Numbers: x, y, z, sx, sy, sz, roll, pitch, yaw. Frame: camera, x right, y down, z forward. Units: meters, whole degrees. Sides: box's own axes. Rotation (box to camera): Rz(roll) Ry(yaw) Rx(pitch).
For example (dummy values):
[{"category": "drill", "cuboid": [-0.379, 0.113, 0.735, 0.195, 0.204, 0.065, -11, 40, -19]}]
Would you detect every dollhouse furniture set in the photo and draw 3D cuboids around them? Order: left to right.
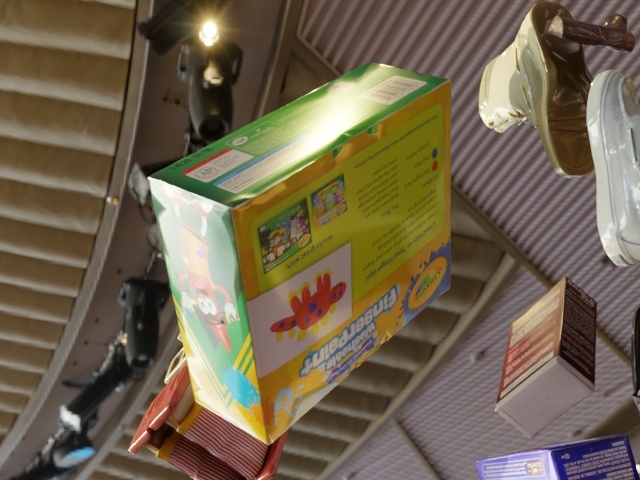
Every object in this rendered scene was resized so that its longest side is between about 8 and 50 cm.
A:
[{"category": "dollhouse furniture set", "cuboid": [-0.150, 0.235, 1.420, 0.201, 0.374, 0.152, 34, -55, -12]}]

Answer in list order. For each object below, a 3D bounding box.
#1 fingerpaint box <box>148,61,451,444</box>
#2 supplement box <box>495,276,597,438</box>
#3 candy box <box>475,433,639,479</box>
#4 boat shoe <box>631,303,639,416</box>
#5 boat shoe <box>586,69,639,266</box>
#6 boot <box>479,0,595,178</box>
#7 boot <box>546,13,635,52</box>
[{"category": "fingerpaint box", "cuboid": [0.000, 0.000, 1.199, 0.163, 0.444, 0.371, 21, -49, 36]}, {"category": "supplement box", "cuboid": [0.340, 0.168, 1.253, 0.073, 0.239, 0.130, 39, -57, -4]}, {"category": "candy box", "cuboid": [0.337, 0.430, 1.105, 0.122, 0.317, 0.268, -8, -15, -13]}, {"category": "boat shoe", "cuboid": [0.445, 0.203, 1.070, 0.092, 0.285, 0.103, 31, -44, -25]}, {"category": "boat shoe", "cuboid": [0.338, -0.085, 0.888, 0.081, 0.228, 0.079, -18, -29, 42]}, {"category": "boot", "cuboid": [0.322, -0.193, 1.262, 0.095, 0.262, 0.203, -7, -14, -16]}, {"category": "boot", "cuboid": [0.365, -0.295, 1.159, 0.114, 0.106, 0.037, 8, -59, -4]}]
